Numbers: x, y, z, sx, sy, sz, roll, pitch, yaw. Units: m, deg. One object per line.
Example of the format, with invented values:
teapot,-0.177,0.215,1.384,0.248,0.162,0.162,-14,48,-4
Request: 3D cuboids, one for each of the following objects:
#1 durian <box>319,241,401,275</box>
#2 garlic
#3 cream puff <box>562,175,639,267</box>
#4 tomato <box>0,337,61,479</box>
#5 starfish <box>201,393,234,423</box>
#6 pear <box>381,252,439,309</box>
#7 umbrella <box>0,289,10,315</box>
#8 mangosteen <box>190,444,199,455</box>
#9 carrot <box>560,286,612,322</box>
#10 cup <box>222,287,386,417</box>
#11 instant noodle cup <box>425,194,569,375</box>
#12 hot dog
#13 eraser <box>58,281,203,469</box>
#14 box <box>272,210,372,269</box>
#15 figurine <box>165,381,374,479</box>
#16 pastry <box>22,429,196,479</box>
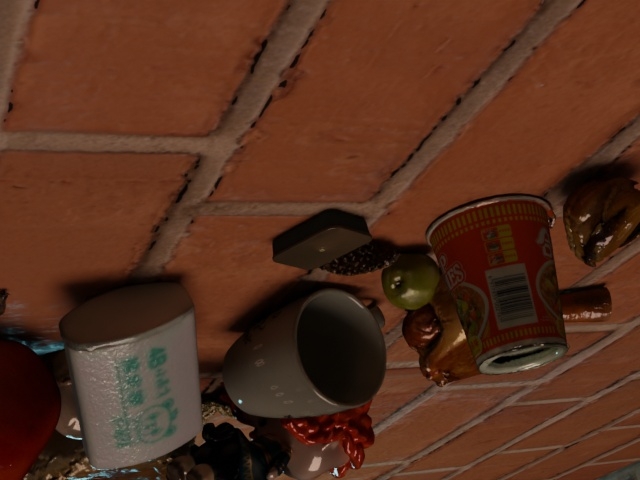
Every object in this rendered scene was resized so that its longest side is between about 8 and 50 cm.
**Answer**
durian,0.060,0.031,1.616,0.130,0.052,0.066,-7,158,-15
garlic,-0.369,0.247,1.823,0.229,0.143,0.178,-29,151,19
cream puff,0.386,-0.032,1.545,0.119,0.104,0.133,-26,155,-32
tomato,-0.497,0.276,1.675,0.180,0.260,0.260,33,150,0
starfish,-0.185,0.331,2.205,0.208,0.053,0.176,-16,157,21
pear,0.130,0.061,1.676,0.097,0.092,0.092,9,150,-42
umbrella,-0.449,0.091,1.573,0.031,0.020,0.083,1,149,-28
mangosteen,-0.355,0.482,2.308,0.243,0.243,0.243,-9,157,-4
carrot,0.404,0.118,1.978,0.209,0.061,0.061,-3,156,-9
cup,-0.014,0.181,1.820,0.258,0.186,0.234,-28,-178,-42
instant noodle cup,0.263,0.070,1.592,0.193,0.212,0.193,-10,158,-4
hot dog,0.217,0.150,1.853,0.153,0.150,0.256,-28,154,16
eraser,-0.273,0.201,1.663,0.189,0.104,0.290,-21,137,-23
box,0.000,0.000,1.543,0.126,0.031,0.091,-28,152,36
figurine,-0.087,0.387,2.017,0.306,0.412,0.241,48,150,-18
pastry,-0.390,0.386,2.035,0.329,0.136,0.330,-10,154,-5
